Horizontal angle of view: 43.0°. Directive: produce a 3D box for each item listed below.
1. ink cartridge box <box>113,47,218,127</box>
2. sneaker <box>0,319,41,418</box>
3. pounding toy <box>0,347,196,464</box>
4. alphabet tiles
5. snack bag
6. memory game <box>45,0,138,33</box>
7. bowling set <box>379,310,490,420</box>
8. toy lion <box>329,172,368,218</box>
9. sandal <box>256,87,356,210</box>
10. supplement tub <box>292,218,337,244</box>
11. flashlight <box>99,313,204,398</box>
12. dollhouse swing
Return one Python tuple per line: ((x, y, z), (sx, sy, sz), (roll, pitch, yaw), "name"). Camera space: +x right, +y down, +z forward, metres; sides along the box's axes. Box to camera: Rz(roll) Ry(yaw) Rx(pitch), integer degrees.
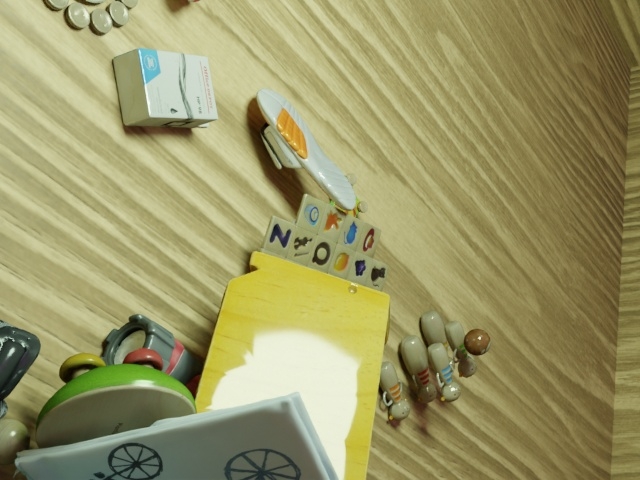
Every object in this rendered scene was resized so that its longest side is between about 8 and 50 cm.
((-0.221, -0.230, 1.241), (0.180, 0.060, 0.104), (-10, 89, -53), "ink cartridge box")
((-0.399, 0.075, 0.909), (0.153, 0.101, 0.268), (11, 79, -52), "sneaker")
((-0.269, 0.193, 0.981), (0.183, 0.237, 0.110), (41, 24, -47), "pounding toy")
((0.001, 0.085, 1.434), (0.342, 0.011, 0.285), (23, 82, -48), "alphabet tiles")
((-0.142, 0.320, 0.979), (0.037, 0.343, 0.323), (-91, 164, -52), "snack bag")
((-0.338, -0.387, 1.163), (0.186, 0.012, 0.186), (15, 70, -50), "memory game")
((0.260, 0.264, 1.661), (0.287, 0.200, 0.154), (-37, 113, -46), "bowling set")
((0.045, -0.070, 1.587), (0.096, 0.034, 0.100), (-38, 113, -42), "toy lion")
((-0.043, -0.144, 1.429), (0.265, 0.076, 0.102), (52, 27, -8), "sandal")
((0.000, 0.000, 1.473), (0.107, 0.071, 0.071), (23, 64, -49), "supplement tub")
((-0.177, 0.221, 1.165), (0.304, 0.103, 0.103), (47, 68, -38), "flashlight")
((-0.047, 0.269, 1.227), (0.315, 0.305, 0.346), (19, 52, -9), "dollhouse swing")
